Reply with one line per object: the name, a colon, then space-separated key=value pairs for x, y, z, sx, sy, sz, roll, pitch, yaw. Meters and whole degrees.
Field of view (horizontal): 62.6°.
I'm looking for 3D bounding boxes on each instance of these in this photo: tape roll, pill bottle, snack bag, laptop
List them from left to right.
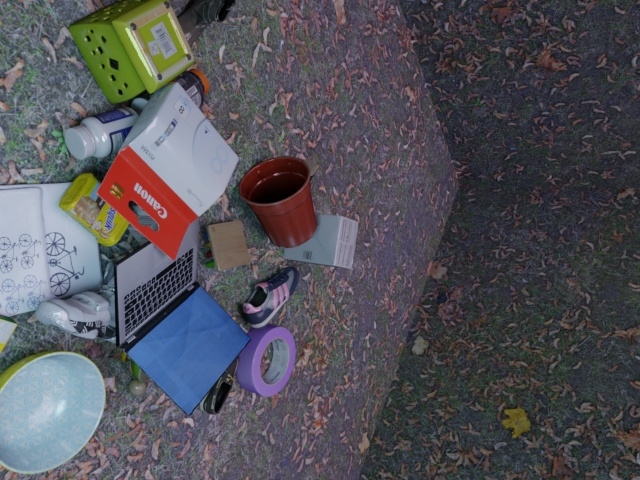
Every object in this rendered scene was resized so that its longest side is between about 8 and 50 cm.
snack bag: x=-0.706 y=0.015 z=1.342 sx=0.342 sy=0.037 sz=0.324 roll=-14 pitch=106 yaw=-55
pill bottle: x=-0.580 y=-0.285 z=1.417 sx=0.186 sy=0.111 sz=0.112 roll=-37 pitch=124 yaw=-48
pill bottle: x=-0.441 y=-0.426 z=1.589 sx=0.246 sy=0.130 sz=0.131 roll=-54 pitch=136 yaw=-38
laptop: x=-0.369 y=0.190 z=1.511 sx=0.382 sy=0.236 sz=0.409 roll=-50 pitch=153 yaw=-59
tape roll: x=-0.214 y=0.475 z=2.102 sx=0.274 sy=0.090 sz=0.275 roll=-15 pitch=108 yaw=-55

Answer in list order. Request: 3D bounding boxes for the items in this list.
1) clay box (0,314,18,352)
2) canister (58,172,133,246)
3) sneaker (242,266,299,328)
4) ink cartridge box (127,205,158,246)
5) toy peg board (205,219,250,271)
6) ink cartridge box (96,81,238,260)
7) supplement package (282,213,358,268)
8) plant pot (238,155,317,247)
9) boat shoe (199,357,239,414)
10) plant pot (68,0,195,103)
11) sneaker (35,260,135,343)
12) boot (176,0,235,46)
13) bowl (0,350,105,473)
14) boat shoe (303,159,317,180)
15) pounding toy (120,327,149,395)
clay box: x=-0.809 y=0.262 z=1.187 sx=0.127 sy=0.053 sz=0.222 roll=42 pitch=73 yaw=-50
canister: x=-0.598 y=-0.082 z=1.409 sx=0.170 sy=0.073 sz=0.126 roll=57 pitch=45 yaw=-47
sneaker: x=-0.191 y=0.193 z=2.074 sx=0.319 sy=0.112 sz=0.131 roll=-56 pitch=140 yaw=-37
ink cartridge box: x=-0.503 y=-0.017 z=1.579 sx=0.062 sy=0.104 sz=0.181 roll=-58 pitch=138 yaw=-36
toy peg board: x=-0.346 y=0.022 z=1.865 sx=0.161 sy=0.079 sz=0.161 roll=-14 pitch=91 yaw=-55
ink cartridge box: x=-0.396 y=-0.187 z=1.440 sx=0.308 sy=0.091 sz=0.385 roll=53 pitch=42 yaw=-44
supplement package: x=0.000 y=0.000 z=2.194 sx=0.145 sy=0.261 sz=0.204 roll=14 pitch=84 yaw=-55
plant pot: x=-0.138 y=-0.130 z=1.992 sx=0.273 sy=0.272 sz=0.265 roll=-58 pitch=146 yaw=-33
boat shoe: x=-0.352 y=0.525 z=1.920 sx=0.081 sy=0.068 sz=0.228 roll=56 pitch=50 yaw=-44
plant pot: x=-0.490 y=-0.527 z=1.432 sx=0.227 sy=0.207 sz=0.228 roll=-53 pitch=134 yaw=-38
sneaker: x=-0.587 y=0.152 z=1.404 sx=0.366 sy=0.137 sz=0.211 roll=54 pitch=51 yaw=-68
boot: x=-0.369 y=-0.679 z=1.629 sx=0.083 sy=0.161 sz=0.247 roll=46 pitch=57 yaw=-48
bowl: x=-0.702 y=0.404 z=1.297 sx=0.289 sy=0.155 sz=0.290 roll=-11 pitch=104 yaw=-56
boat shoe: x=-0.083 y=-0.262 z=2.219 sx=0.233 sy=0.083 sz=0.079 roll=-60 pitch=178 yaw=-42
pounding toy: x=-0.542 y=0.338 z=1.599 sx=0.183 sy=0.110 sz=0.237 roll=-57 pitch=170 yaw=-50
